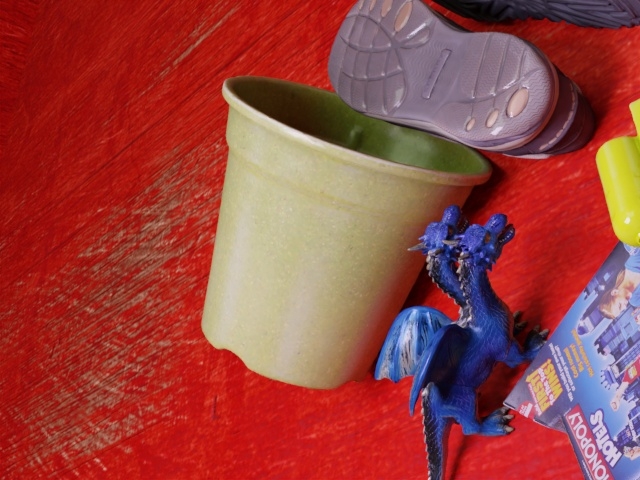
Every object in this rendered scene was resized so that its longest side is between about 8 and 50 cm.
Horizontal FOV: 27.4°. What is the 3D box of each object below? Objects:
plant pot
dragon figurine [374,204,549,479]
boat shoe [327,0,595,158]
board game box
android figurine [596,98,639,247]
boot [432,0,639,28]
[{"bbox_3d":[0.000,0.000,1.317,0.276,0.276,0.254,46,121,59],"label":"plant pot"},{"bbox_3d":[0.105,0.109,1.145,0.289,0.144,0.085,-63,29,8],"label":"dragon figurine"},{"bbox_3d":[0.130,-0.149,1.300,0.132,0.130,0.355,-60,36,7],"label":"boat shoe"},{"bbox_3d":[0.235,0.111,1.013,0.194,0.060,0.194,-50,33,30],"label":"board game box"},{"bbox_3d":[0.323,-0.072,0.958,0.248,0.056,0.273,-28,43,26],"label":"android figurine"},{"bbox_3d":[0.280,-0.437,1.268,0.367,0.146,0.445,21,84,60],"label":"boot"}]
